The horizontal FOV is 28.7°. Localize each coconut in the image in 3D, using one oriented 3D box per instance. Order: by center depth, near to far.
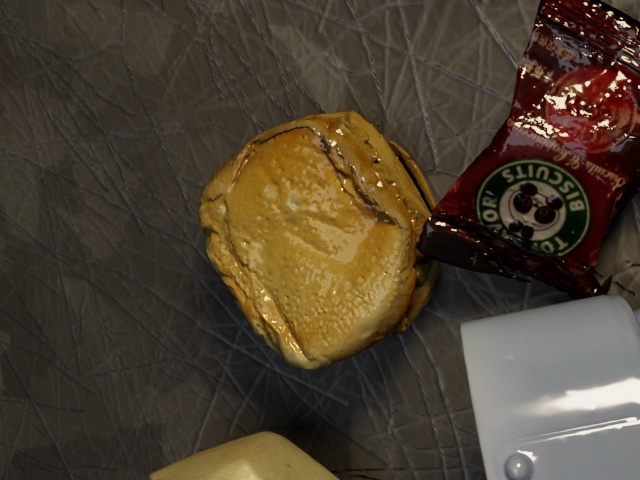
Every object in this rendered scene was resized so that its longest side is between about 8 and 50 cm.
[{"bbox_3d":[-0.068,0.279,1.127,0.224,0.224,0.224,9,108,28],"label":"coconut"}]

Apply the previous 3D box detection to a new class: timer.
[{"bbox_3d":[0.181,0.248,0.883,0.173,0.395,0.395,-12,99,6],"label":"timer"}]

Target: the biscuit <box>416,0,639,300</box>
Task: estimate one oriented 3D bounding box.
[{"bbox_3d":[0.187,-0.058,0.948,0.151,0.063,0.235,28,116,5],"label":"biscuit"}]

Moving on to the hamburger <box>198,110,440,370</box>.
[{"bbox_3d":[-0.001,0.001,1.058,0.214,0.108,0.213,8,108,26],"label":"hamburger"}]
